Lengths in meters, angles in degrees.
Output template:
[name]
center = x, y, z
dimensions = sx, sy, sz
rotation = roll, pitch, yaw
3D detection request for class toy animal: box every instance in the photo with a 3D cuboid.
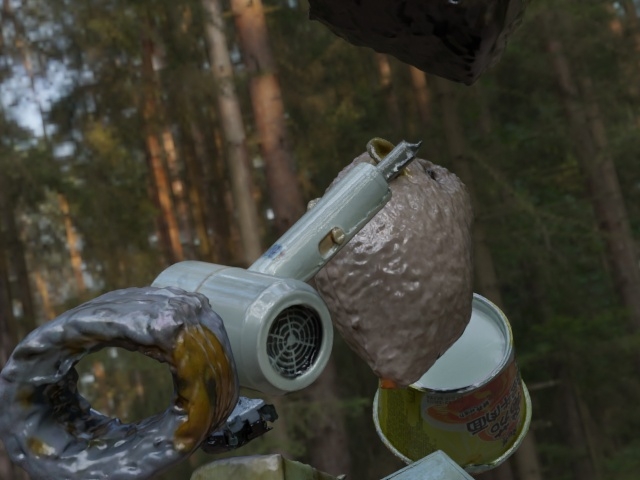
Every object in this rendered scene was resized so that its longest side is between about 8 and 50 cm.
[toy animal]
center = 0.085, 0.024, 1.522
dimensions = 0.226, 0.358, 0.188
rotation = 34, -50, -26

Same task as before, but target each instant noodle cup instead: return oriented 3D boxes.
[instant noodle cup]
center = 0.204, 0.212, 1.940
dimensions = 0.264, 0.264, 0.200
rotation = -12, -43, -1

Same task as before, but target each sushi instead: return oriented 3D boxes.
[sushi]
center = 0.145, -0.374, 1.608
dimensions = 0.294, 0.299, 0.281
rotation = 23, -40, 4

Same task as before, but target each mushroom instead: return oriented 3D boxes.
[mushroom]
center = -0.072, 0.429, 1.832
dimensions = 0.217, 0.212, 0.292
rotation = -17, -17, 25

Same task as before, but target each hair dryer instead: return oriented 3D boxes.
[hair dryer]
center = 0.000, 0.000, 1.196
dimensions = 0.173, 0.108, 0.357
rotation = 9, 46, 46

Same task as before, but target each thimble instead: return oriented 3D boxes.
[thimble]
center = -0.139, 0.101, 0.858
dimensions = 0.151, 0.127, 0.118
rotation = -12, 6, 11

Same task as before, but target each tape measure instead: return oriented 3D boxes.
[tape measure]
center = -0.112, 0.227, 1.505
dimensions = 0.091, 0.054, 0.094
rotation = -28, 15, -40

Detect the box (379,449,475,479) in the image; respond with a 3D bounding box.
[box]
center = 0.102, 0.384, 1.625
dimensions = 0.225, 0.086, 0.129
rotation = -23, 21, -14
